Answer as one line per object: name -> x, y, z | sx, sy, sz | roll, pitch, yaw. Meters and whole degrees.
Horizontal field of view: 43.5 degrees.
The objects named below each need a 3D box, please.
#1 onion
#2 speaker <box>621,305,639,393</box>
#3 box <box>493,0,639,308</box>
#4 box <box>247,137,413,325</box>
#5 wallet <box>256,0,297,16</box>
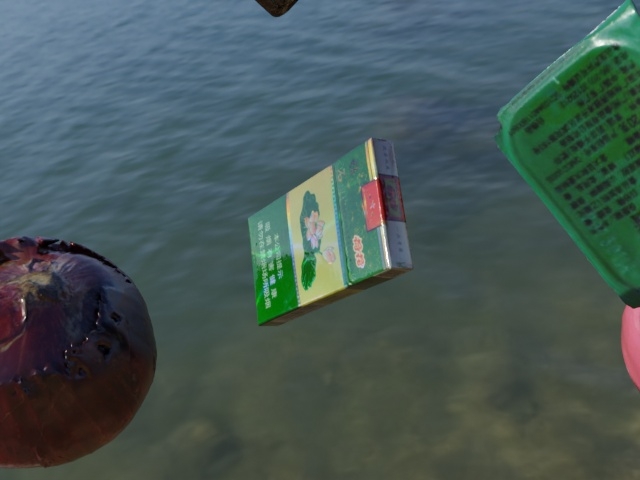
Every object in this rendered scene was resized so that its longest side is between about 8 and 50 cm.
onion -> -0.326, 0.132, 0.939 | 0.276, 0.276, 0.276 | -11, 25, 5
speaker -> 0.577, 0.150, 1.147 | 0.294, 0.294, 0.294 | -11, 25, 5
box -> 0.409, -0.101, 1.006 | 0.106, 0.336, 0.264 | -36, -4, -38
box -> 0.000, 0.000, 0.830 | 0.034, 0.132, 0.235 | 6, -20, -35
wallet -> -0.005, -0.377, 0.955 | 0.232, 0.122, 0.031 | -46, 54, 11
